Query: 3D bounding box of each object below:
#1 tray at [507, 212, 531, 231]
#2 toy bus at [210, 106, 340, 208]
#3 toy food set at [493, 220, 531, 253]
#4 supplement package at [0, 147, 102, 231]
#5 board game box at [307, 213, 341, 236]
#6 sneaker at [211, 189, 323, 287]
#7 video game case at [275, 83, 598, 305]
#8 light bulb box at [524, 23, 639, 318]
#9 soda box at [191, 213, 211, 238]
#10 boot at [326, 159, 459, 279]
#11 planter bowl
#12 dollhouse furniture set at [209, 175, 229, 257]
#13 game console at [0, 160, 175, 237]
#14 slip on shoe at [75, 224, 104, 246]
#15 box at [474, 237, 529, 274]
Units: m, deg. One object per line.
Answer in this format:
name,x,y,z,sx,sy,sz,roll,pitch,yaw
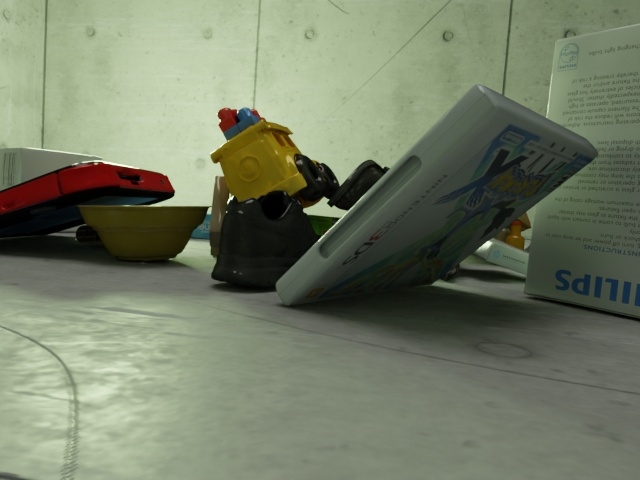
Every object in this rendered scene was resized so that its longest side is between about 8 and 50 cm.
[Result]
tray,0.409,-0.050,1.366,0.203,0.076,0.411,-23,-18,28
toy bus,-0.088,-0.135,0.893,0.150,0.211,0.220,-30,-5,19
toy food set,0.469,0.005,1.240,0.111,0.104,0.232,7,5,40
supplement package,-0.725,-0.130,1.339,0.263,0.197,0.199,7,5,39
board game box,0.000,0.000,0.959,0.043,0.092,0.181,3,4,-32
sneaker,-0.047,-0.006,0.755,0.109,0.130,0.286,4,3,21
video game case,0.150,-0.029,0.612,0.329,0.036,0.300,-1,-36,-49
light bulb box,0.507,-0.083,0.741,0.358,0.360,0.225,1,7,-35
soda box,-0.302,-0.039,1.389,0.210,0.067,0.071,4,4,3
boot,0.148,-0.026,0.880,0.229,0.091,0.263,49,28,15
planter bowl,-0.293,-0.015,0.869,0.218,0.090,0.217,1,3,0
dollhouse furniture set,-0.128,-0.031,0.925,0.124,0.143,0.151,4,-32,-8
game console,-0.487,-0.059,0.987,0.342,0.060,0.386,-20,1,4
slip on shoe,-0.414,-0.008,1.016,0.136,0.051,0.041,-1,-10,19
box,0.332,0.019,0.980,0.145,0.038,0.186,19,10,-15
